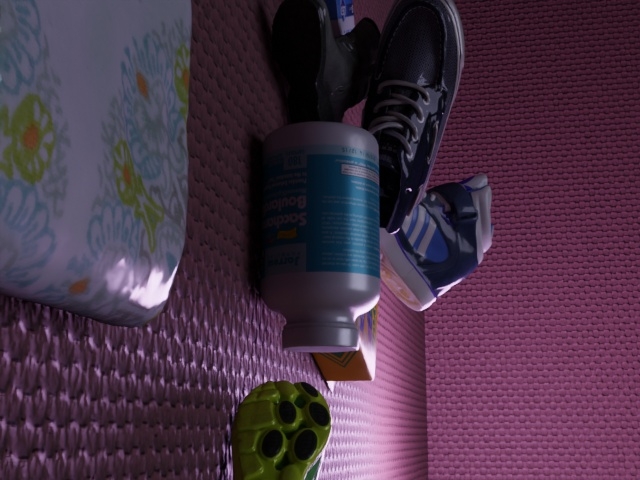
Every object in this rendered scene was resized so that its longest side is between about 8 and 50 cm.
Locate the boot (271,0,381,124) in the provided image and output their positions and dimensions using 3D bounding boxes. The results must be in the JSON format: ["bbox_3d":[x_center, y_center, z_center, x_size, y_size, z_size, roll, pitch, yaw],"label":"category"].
[{"bbox_3d":[0.019,-0.264,1.292,0.161,0.083,0.247,-46,150,-28],"label":"boot"}]

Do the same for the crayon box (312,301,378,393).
[{"bbox_3d":[0.031,0.078,1.430,0.323,0.083,0.203,70,21,-57],"label":"crayon box"}]

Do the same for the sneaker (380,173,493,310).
[{"bbox_3d":[0.162,-0.066,1.555,0.323,0.236,0.130,55,-17,-23],"label":"sneaker"}]

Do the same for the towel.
[{"bbox_3d":[-0.157,-0.149,0.565,0.320,0.090,0.375,41,48,-73],"label":"towel"}]

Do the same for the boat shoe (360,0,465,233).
[{"bbox_3d":[0.116,-0.170,1.295,0.158,0.127,0.341,-57,155,-62],"label":"boat shoe"}]

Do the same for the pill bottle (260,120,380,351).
[{"bbox_3d":[0.000,0.000,1.142,0.146,0.146,0.264,44,44,-73],"label":"pill bottle"}]

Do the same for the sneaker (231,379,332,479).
[{"bbox_3d":[-0.054,0.277,0.996,0.124,0.109,0.296,108,-9,-47],"label":"sneaker"}]

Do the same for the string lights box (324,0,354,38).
[{"bbox_3d":[-0.004,-0.413,1.382,0.133,0.076,0.260,-53,139,-71],"label":"string lights box"}]
